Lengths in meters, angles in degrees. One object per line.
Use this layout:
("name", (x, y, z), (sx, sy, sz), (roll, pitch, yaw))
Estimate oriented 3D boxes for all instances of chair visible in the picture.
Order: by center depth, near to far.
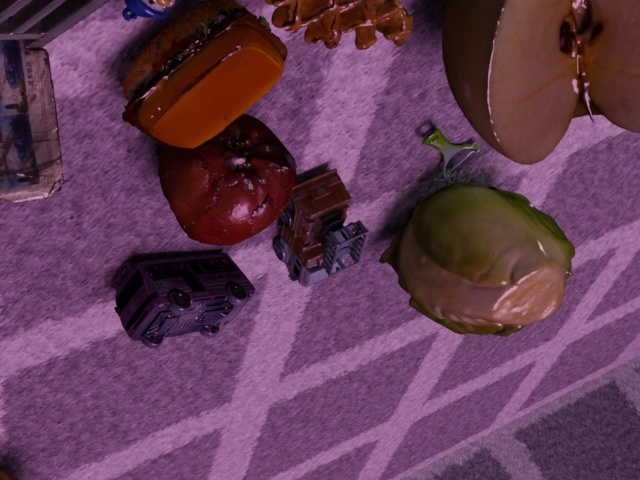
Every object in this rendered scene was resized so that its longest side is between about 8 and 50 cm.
("chair", (-0.257, -0.096, 0.832), (0.136, 0.147, 0.270), (-11, -177, -41))

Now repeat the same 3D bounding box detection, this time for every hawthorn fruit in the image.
("hawthorn fruit", (-0.110, -0.060, 1.235), (0.148, 0.148, 0.172), (-19, 164, -29))

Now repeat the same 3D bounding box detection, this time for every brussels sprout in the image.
("brussels sprout", (0.244, 0.030, 1.704), (0.259, 0.294, 0.227), (6, 109, -26))

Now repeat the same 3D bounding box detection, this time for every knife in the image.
("knife", (0.173, -0.128, 1.590), (0.078, 0.022, 0.166), (-46, 155, 10))

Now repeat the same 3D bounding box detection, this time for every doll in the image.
("doll", (-0.126, -0.242, 0.984), (0.143, 0.057, 0.099), (-39, 152, 24))

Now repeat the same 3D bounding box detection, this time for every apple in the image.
("apple", (0.277, -0.241, 1.259), (0.295, 0.233, 0.257), (-16, 116, 1))

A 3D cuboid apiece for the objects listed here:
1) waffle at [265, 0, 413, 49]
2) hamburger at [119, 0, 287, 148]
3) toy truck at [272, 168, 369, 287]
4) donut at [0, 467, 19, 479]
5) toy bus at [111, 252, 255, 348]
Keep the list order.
("waffle", (0.060, -0.306, 1.084), (0.260, 0.069, 0.293), (2, 138, -47))
("hamburger", (-0.117, -0.163, 1.096), (0.166, 0.087, 0.137), (-37, 156, 9))
("toy truck", (0.001, 0.000, 1.503), (0.080, 0.115, 0.177), (-24, 155, -22))
("donut", (-0.577, 0.480, 1.567), (0.449, 0.198, 0.449), (-26, 152, -15))
("toy bus", (-0.178, 0.070, 1.439), (0.178, 0.098, 0.087), (-6, 145, -51))
